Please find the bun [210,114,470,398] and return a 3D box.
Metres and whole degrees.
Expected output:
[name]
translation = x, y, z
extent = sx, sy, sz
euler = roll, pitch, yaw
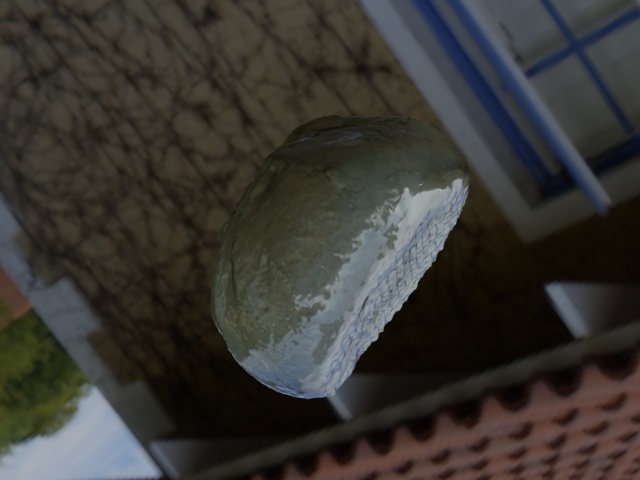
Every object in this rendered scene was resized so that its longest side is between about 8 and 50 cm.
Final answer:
[bun]
translation = 0.000, 0.000, 0.373
extent = 0.086, 0.055, 0.086
euler = -54, 169, -16
